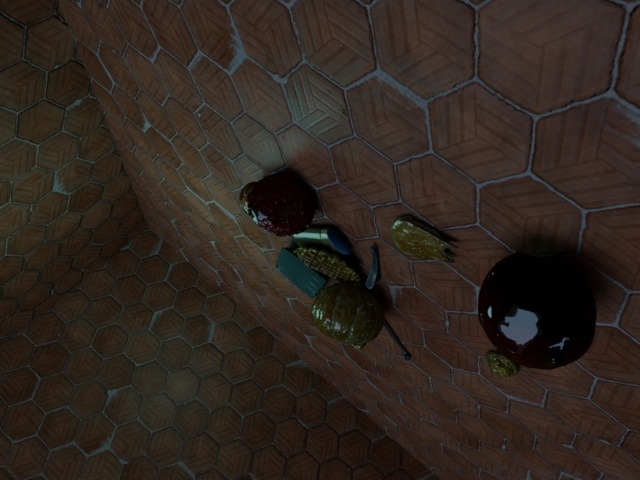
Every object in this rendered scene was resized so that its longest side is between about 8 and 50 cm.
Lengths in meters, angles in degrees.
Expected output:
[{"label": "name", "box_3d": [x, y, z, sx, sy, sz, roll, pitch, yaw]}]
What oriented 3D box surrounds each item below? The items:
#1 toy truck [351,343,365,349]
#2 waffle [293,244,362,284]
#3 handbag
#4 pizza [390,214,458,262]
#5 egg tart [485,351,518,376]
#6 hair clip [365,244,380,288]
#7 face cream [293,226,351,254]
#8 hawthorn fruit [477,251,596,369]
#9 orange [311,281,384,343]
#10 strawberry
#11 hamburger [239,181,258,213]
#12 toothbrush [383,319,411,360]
[{"label": "toy truck", "box_3d": [0.147, 0.495, 2.315, 0.226, 0.098, 0.114, 32, 157, 18]}, {"label": "waffle", "box_3d": [0.033, 0.108, 1.862, 0.300, 0.058, 0.281, 34, 162, -21]}, {"label": "handbag", "box_3d": [-0.080, 0.140, 2.117, 0.274, 0.100, 0.269, 38, 149, 8]}, {"label": "pizza", "box_3d": [0.335, -0.001, 1.398, 0.262, 0.034, 0.181, 16, 143, 43]}, {"label": "egg tart", "box_3d": [0.671, 0.467, 1.602, 0.130, 0.052, 0.130, 35, 155, 19]}, {"label": "hair clip", "box_3d": [0.210, 0.095, 1.703, 0.039, 0.070, 0.230, 30, 143, 32]}, {"label": "face cream", "box_3d": [0.000, 0.000, 1.825, 0.285, 0.067, 0.139, 4, 139, 53]}, {"label": "hawthorn fruit", "box_3d": [0.545, 0.171, 1.099, 0.315, 0.316, 0.316, 33, 152, 20]}, {"label": "orange", "box_3d": [0.121, 0.320, 1.892, 0.329, 0.249, 0.329, 19, 175, 2]}, {"label": "strawberry", "box_3d": [-0.169, -0.122, 1.675, 0.273, 0.220, 0.274, 15, 131, 17]}, {"label": "hamburger", "box_3d": [-0.270, -0.177, 1.842, 0.115, 0.162, 0.162, 32, 154, 48]}, {"label": "toothbrush", "box_3d": [0.357, 0.470, 2.066, 0.030, 0.031, 0.297, -22, 113, 33]}]
